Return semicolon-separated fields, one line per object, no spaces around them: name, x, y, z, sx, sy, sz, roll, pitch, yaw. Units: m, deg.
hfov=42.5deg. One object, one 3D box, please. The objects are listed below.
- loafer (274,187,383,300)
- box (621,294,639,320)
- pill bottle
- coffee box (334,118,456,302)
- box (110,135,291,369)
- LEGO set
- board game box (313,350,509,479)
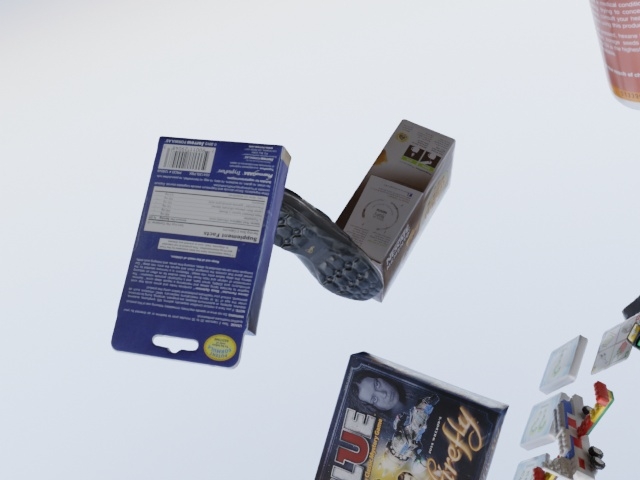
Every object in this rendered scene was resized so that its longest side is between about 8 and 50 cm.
loafer;0.000;0.000;1.055;0.076;0.223;0.078;-37;-147;25
box;0.753;0.210;1.084;0.480;0.297;0.471;0;-129;-22
pill bottle;0.298;-0.233;0.728;0.121;0.216;0.121;-19;-147;13
coffee box;0.111;-0.046;1.287;0.098;0.141;0.246;25;-115;18
box;-0.117;0.010;0.809;0.136;0.036;0.225;7;-107;15
LEGO set;0.228;0.150;0.769;0.060;0.244;0.182;26;-113;1
board game box;0.076;0.256;0.841;0.165;0.243;0.042;17;-174;24
